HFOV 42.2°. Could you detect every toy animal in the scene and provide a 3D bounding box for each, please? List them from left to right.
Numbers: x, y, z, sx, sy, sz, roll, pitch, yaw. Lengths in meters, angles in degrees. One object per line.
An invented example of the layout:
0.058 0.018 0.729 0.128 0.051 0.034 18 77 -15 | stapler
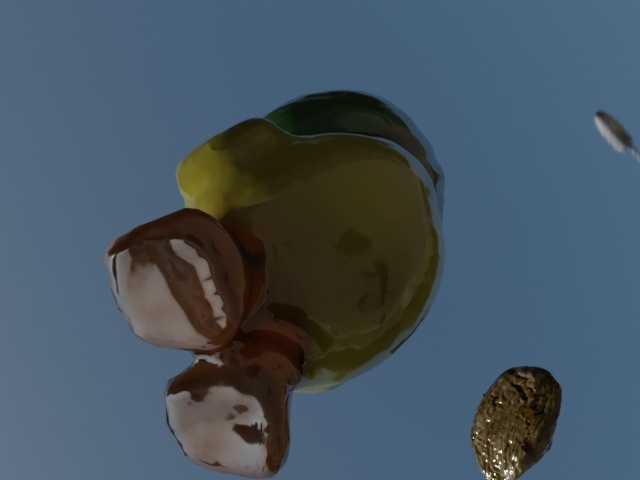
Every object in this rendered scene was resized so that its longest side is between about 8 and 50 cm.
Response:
0.003 -0.001 0.631 0.216 0.191 0.338 69 -153 -19 | toy animal

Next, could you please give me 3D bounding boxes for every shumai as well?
0.252 0.222 1.007 0.105 0.123 0.139 7 -88 -28 | shumai
